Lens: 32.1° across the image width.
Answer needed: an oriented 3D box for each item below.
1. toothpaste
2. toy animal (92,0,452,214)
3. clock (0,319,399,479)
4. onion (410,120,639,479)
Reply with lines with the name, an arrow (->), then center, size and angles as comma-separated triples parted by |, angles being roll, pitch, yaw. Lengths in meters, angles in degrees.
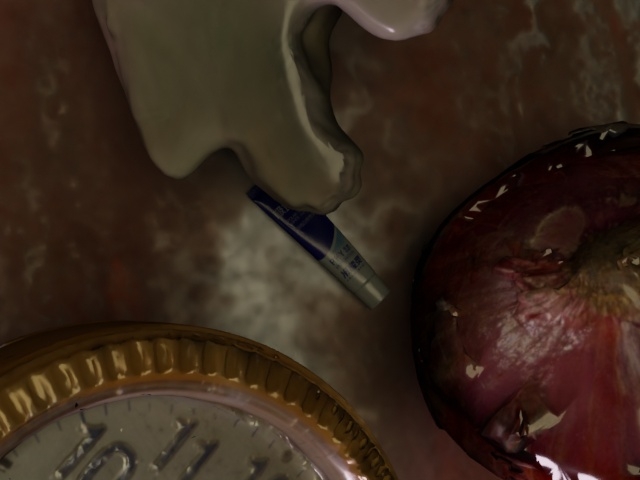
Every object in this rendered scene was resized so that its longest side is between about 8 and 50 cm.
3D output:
toothpaste -> 0.000, 0.000, 0.543 | 0.024, 0.015, 0.083 | -44, 91, -18
toy animal -> 0.025, -0.177, 0.503 | 0.266, 0.188, 0.307 | -6, 100, 9
clock -> -0.113, 0.174, 0.421 | 0.244, 0.200, 0.317 | 48, 70, -21
onion -> 0.135, 0.041, 0.509 | 0.184, 0.184, 0.147 | -54, 140, -9
